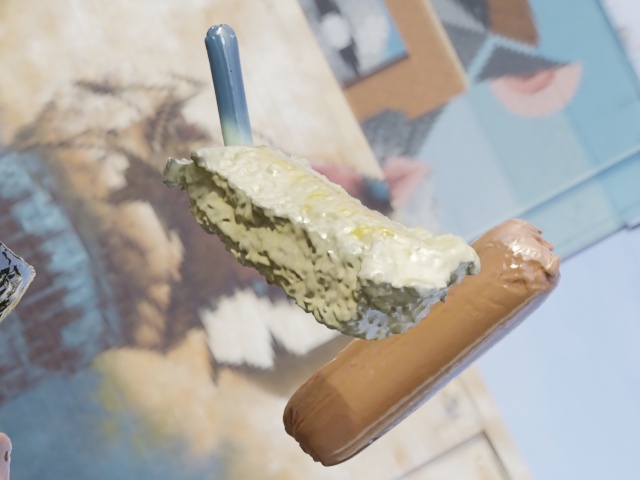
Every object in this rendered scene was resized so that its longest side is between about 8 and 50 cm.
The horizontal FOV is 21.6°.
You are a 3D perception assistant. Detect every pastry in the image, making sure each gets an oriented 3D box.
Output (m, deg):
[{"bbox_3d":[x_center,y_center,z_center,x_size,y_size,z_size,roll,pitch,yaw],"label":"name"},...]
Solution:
[{"bbox_3d":[0.004,-0.002,1.277,0.258,0.121,0.089,33,-50,37],"label":"pastry"}]

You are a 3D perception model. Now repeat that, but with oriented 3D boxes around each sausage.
[{"bbox_3d":[0.089,0.091,1.471,0.086,0.289,0.086,50,5,-6],"label":"sausage"}]

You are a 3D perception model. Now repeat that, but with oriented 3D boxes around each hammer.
[{"bbox_3d":[-0.076,-0.105,1.557,0.069,0.116,0.194,-15,-95,64],"label":"hammer"}]

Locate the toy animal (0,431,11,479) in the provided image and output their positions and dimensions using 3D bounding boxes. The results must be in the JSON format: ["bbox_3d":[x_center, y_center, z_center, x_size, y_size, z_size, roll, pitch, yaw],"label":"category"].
[{"bbox_3d":[-0.474,0.213,1.550,0.216,0.338,0.191,-62,146,-78],"label":"toy animal"}]

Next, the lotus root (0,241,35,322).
[{"bbox_3d":[-0.319,0.033,1.145,0.210,0.142,0.314,20,-12,10],"label":"lotus root"}]
